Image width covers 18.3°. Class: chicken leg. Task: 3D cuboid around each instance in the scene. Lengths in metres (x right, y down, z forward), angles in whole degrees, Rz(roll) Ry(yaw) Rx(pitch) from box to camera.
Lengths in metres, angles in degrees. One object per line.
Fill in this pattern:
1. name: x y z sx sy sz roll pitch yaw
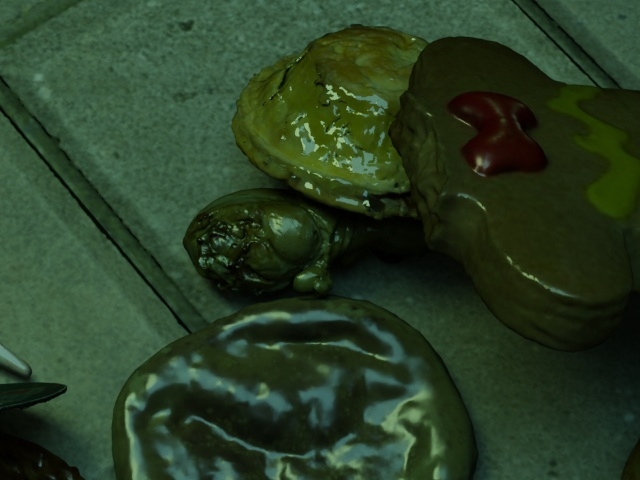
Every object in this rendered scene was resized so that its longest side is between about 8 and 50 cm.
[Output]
1. chicken leg: 0.000 0.000 1.652 0.228 0.103 0.088 1 97 -5

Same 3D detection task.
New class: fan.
1. fan: -0.289 0.129 1.476 0.223 0.294 0.012 -7 94 -21

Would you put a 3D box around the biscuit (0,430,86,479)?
1. biscuit: -0.264 0.281 1.440 0.289 0.081 0.334 34 43 -1

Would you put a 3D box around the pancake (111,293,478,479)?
1. pancake: -0.016 0.168 1.582 0.294 0.049 0.294 2 62 -3

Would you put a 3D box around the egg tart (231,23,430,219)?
1. egg tart: 0.045 -0.107 1.675 0.241 0.106 0.241 9 34 -6

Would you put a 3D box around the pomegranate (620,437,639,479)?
1. pomegranate: 0.347 0.192 1.490 0.248 0.248 0.248 2 61 -3

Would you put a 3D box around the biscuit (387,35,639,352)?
1. biscuit: 0.255 -0.040 1.510 0.394 0.076 0.368 9 33 -13

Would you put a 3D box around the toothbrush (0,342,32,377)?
1. toothbrush: -0.394 0.018 1.651 0.375 0.028 0.037 28 68 12
